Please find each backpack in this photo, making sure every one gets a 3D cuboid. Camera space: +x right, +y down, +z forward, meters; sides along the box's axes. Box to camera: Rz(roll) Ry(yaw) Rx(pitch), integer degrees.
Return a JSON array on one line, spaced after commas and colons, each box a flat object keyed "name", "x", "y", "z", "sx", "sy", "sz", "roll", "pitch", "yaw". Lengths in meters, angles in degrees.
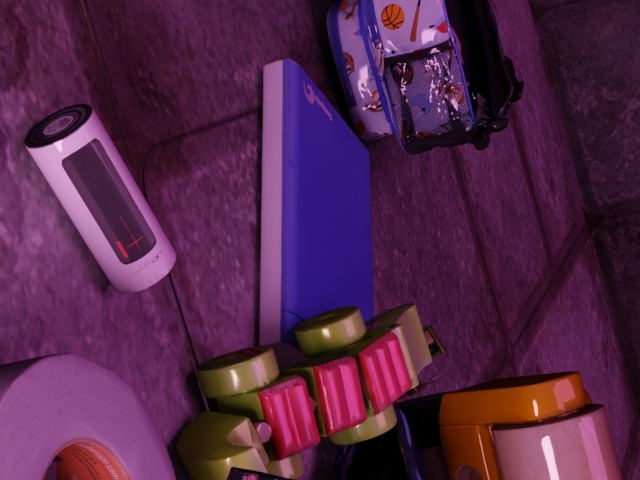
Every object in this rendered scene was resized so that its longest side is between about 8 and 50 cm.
[{"name": "backpack", "x": 0.129, "y": -0.250, "z": 1.545, "sx": 0.276, "sy": 0.213, "sz": 0.263, "roll": -49, "pitch": 132, "yaw": -72}]

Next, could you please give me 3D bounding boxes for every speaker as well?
[{"name": "speaker", "x": -0.157, "y": -0.028, "z": 0.910, "sx": 0.055, "sy": 0.055, "sz": 0.136, "roll": -74, "pitch": 145, "yaw": -52}]

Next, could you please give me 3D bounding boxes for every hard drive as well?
[{"name": "hard drive", "x": 0.000, "y": 0.000, "z": 1.302, "sx": 0.210, "sy": 0.040, "sz": 0.319, "roll": 46, "pitch": 37, "yaw": -52}]

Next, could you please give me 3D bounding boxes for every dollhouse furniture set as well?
[{"name": "dollhouse furniture set", "x": 0.095, "y": 0.134, "z": 1.411, "sx": 0.076, "sy": 0.058, "sz": 0.151, "roll": 59, "pitch": 16, "yaw": 9}]

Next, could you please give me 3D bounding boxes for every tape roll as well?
[{"name": "tape roll", "x": -0.164, "y": 0.180, "z": 0.747, "sx": 0.219, "sy": 0.072, "sz": 0.219, "roll": -12, "pitch": 90, "yaw": -68}]

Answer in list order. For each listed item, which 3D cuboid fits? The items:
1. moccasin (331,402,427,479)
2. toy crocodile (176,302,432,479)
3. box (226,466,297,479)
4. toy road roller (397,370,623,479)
[{"name": "moccasin", "x": 0.034, "y": 0.271, "z": 1.131, "sx": 0.342, "sy": 0.137, "sz": 0.117, "roll": -91, "pitch": 173, "yaw": -60}, {"name": "toy crocodile", "x": 0.000, "y": 0.132, "z": 1.079, "sx": 0.340, "sy": 0.105, "sz": 0.115, "roll": -20, "pitch": 97, "yaw": -50}, {"name": "box", "x": -0.066, "y": 0.287, "z": 0.826, "sx": 0.175, "sy": 0.051, "sz": 0.220, "roll": -69, "pitch": 169, "yaw": -57}, {"name": "toy road roller", "x": 0.241, "y": 0.242, "z": 1.367, "sx": 0.240, "sy": 0.329, "sz": 0.203, "roll": -11, "pitch": 87, "yaw": -30}]
